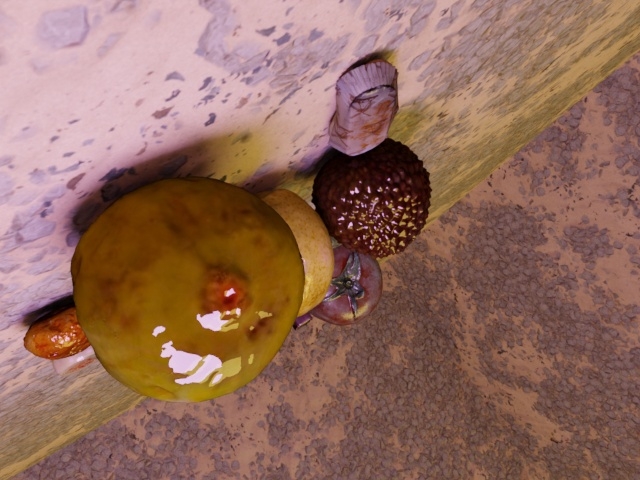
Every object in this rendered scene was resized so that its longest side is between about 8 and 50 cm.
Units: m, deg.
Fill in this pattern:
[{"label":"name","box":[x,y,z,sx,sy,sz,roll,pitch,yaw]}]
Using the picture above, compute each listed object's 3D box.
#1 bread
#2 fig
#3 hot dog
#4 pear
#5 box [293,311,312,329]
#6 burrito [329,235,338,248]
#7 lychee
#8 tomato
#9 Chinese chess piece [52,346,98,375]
[{"label":"bread","box":[-0.469,0.174,1.056,0.140,0.095,0.269,-24,172,-10]},{"label":"fig","box":[-0.198,0.068,0.821,0.344,0.343,0.343,-32,170,-7]},{"label":"hot dog","box":[0.076,-0.227,0.954,0.131,0.069,0.252,-23,165,-7]},{"label":"pear","box":[-0.102,0.030,1.079,0.271,0.271,0.271,-32,170,-7]},{"label":"box","box":[-0.115,0.191,1.844,0.069,0.224,0.120,-32,171,-15]},{"label":"burrito","box":[0.003,-0.002,1.722,0.096,0.066,0.309,2,-178,17]},{"label":"lychee","box":[0.114,-0.082,1.159,0.268,0.267,0.267,-32,170,-7]},{"label":"tomato","box":[0.071,0.152,1.989,0.317,0.316,0.282,-31,-172,-14]},{"label":"Chinese chess piece","box":[-0.575,0.275,1.310,0.122,0.051,0.122,-33,170,-6]}]
